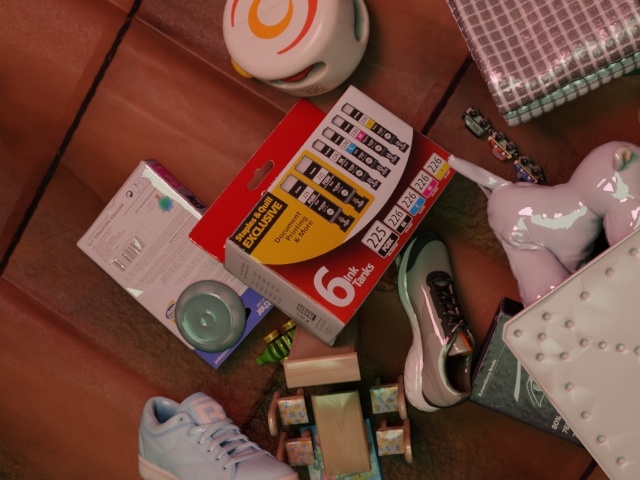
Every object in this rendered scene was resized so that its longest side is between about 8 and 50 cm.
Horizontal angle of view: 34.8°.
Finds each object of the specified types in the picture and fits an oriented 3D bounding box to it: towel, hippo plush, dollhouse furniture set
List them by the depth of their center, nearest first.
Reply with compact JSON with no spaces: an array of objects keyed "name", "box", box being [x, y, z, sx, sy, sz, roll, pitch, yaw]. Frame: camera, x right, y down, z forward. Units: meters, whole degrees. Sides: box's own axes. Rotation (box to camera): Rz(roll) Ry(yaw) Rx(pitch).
[{"name":"towel","box":[0.301,-0.329,1.408,0.235,0.121,0.284,-26,69,14]},{"name":"hippo plush","box":[0.374,-0.031,1.423,0.236,0.234,0.294,-31,72,21]},{"name":"dollhouse furniture set","box":[0.023,0.257,1.554,0.212,0.161,0.242,-8,106,7]}]

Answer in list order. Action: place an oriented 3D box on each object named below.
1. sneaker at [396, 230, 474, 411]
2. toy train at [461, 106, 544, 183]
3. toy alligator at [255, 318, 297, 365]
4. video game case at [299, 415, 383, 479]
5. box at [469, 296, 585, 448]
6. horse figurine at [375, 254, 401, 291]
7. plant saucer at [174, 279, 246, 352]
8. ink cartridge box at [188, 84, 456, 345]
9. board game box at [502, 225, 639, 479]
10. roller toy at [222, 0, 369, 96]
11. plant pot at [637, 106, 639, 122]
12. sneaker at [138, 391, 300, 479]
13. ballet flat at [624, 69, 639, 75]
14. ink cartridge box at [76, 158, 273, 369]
[{"name":"sneaker","box":[0.184,0.119,1.532,0.108,0.100,0.272,-12,80,51]},{"name":"toy train","box":[0.274,-0.139,1.540,0.158,0.027,0.036,43,108,2]},{"name":"toy alligator","box":[-0.032,0.151,1.638,0.189,0.051,0.056,-34,92,15]},{"name":"video game case","box":[0.040,0.378,1.680,0.119,0.015,0.166,-10,97,13]},{"name":"box","box":[0.341,0.197,1.541,0.207,0.108,0.153,23,104,7]},{"name":"horse figurine","box":[0.000,0.000,1.600,0.263,0.066,0.175,-5,95,7]},{"name":"plant saucer","box":[-0.178,0.123,1.617,0.119,0.021,0.119,2,100,12]},{"name":"ink cartridge box","box":[0.002,-0.056,1.482,0.272,0.130,0.309,35,69,4]},{"name":"board game box","box":[0.496,0.148,1.293,0.390,0.050,0.390,-37,93,10]},{"name":"roller toy","box":[-0.033,-0.311,1.498,0.191,0.146,0.209,37,100,28]},{"name":"plant pot","box":[0.590,-0.199,1.365,0.293,0.275,0.275,-34,91,30]},{"name":"sneaker","box":[-0.177,0.319,1.587,0.366,0.135,0.150,2,100,44]},{"name":"ballet flat","box":[0.374,-0.264,1.476,0.247,0.083,0.087,-12,80,16]},{"name":"ink cartridge box","box":[-0.221,0.039,1.653,0.311,0.065,0.186,43,104,4]}]
